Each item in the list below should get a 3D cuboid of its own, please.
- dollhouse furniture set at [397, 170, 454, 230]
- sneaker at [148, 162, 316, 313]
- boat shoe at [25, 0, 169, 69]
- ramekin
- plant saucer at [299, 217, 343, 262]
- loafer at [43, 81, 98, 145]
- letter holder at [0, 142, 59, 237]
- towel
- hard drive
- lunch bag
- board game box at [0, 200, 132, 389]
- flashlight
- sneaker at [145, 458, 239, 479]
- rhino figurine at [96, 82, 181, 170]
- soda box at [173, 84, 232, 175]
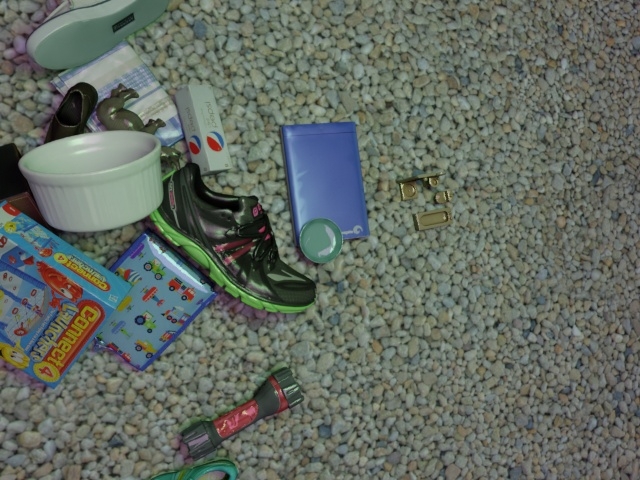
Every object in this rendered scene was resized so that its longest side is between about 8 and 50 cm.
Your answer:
[{"bbox_3d":[0.320,-0.112,1.530,0.144,0.123,0.151,-11,91,-18],"label":"dollhouse furniture set"},{"bbox_3d":[-0.187,0.001,1.307,0.483,0.185,0.202,39,102,-14],"label":"sneaker"},{"bbox_3d":[-0.540,-0.537,1.257,0.156,0.136,0.367,41,64,10],"label":"boat shoe"},{"bbox_3d":[-0.468,-0.128,1.150,0.277,0.277,0.135,-12,120,-18],"label":"ramekin"},{"bbox_3d":[0.000,0.000,1.429,0.119,0.021,0.119,1,87,-18],"label":"plant saucer"},{"bbox_3d":[-0.583,-0.259,1.240,0.080,0.078,0.220,23,100,-8],"label":"loafer"},{"bbox_3d":[-0.760,-0.044,1.174,0.302,0.214,0.152,-23,63,-17],"label":"letter holder"},{"bbox_3d":[-0.476,-0.326,1.327,0.209,0.034,0.285,-40,102,-18],"label":"towel"},{"bbox_3d":[0.013,-0.156,1.475,0.210,0.040,0.318,-7,90,-18],"label":"hard drive"},{"bbox_3d":[-0.424,0.153,1.282,0.221,0.138,0.293,43,85,-14],"label":"lunch bag"},{"bbox_3d":[-0.609,0.127,1.144,0.302,0.086,0.308,37,116,-13],"label":"board game box"},{"bbox_3d":[-0.193,0.427,1.347,0.304,0.103,0.103,-25,96,-18],"label":"flashlight"},{"bbox_3d":[-0.327,0.589,1.286,0.275,0.110,0.107,-18,79,-19],"label":"sneaker"},{"bbox_3d":[-0.422,-0.251,1.288,0.243,0.073,0.106,48,68,-14],"label":"rhino figurine"},{"bbox_3d":[-0.291,-0.271,1.354,0.074,0.069,0.216,-17,92,-48],"label":"soda box"}]
